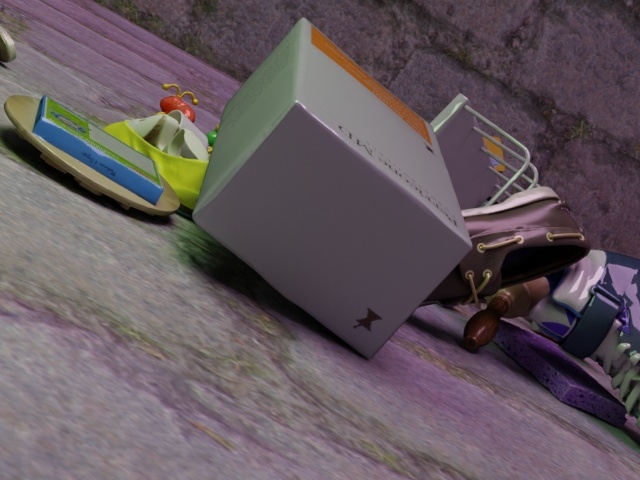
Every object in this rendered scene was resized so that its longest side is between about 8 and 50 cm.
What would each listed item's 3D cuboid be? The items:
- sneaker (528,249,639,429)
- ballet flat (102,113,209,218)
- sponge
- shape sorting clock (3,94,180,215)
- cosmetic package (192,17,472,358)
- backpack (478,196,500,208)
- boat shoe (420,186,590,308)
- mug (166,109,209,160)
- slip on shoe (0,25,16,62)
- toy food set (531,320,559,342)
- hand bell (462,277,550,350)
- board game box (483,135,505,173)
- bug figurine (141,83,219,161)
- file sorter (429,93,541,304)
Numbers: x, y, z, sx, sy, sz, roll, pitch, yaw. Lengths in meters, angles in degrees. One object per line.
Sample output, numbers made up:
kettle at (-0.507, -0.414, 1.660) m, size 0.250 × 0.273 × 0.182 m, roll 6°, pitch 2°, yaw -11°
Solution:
sneaker at (0.378, 0.152, 1.605) m, size 0.236 × 0.130 × 0.323 m, roll 8°, pitch 51°, yaw -12°
ballet flat at (-0.181, -0.103, 1.452) m, size 0.077 × 0.077 × 0.231 m, roll 21°, pitch 12°, yaw -40°
sponge at (0.319, 0.176, 1.696) m, size 0.117 × 0.031 × 0.210 m, roll 24°, pitch 11°, yaw -30°
shape sorting clock at (-0.236, -0.087, 1.294) m, size 0.206 × 0.040 × 0.206 m, roll 33°, pitch 7°, yaw -5°
cosmetic package at (0.011, -0.081, 1.376) m, size 0.230 × 0.161 × 0.453 m, roll 39°, pitch 16°, yaw -13°
backpack at (0.276, -0.019, 2.281) m, size 0.166 × 0.144 × 0.188 m, roll 34°, pitch -10°, yaw 23°
boat shoe at (0.196, 0.025, 1.548) m, size 0.324 × 0.117 × 0.097 m, roll -18°, pitch 56°, yaw -32°
mug at (-0.190, -0.140, 1.714) m, size 0.064 × 0.062 × 0.078 m, roll 34°, pitch 11°, yaw -34°
slip on shoe at (-0.459, -0.276, 1.659) m, size 0.135 × 0.051 × 0.041 m, roll 41°, pitch 51°, yaw 17°
toy food set at (0.409, 0.112, 2.099) m, size 0.104 × 0.111 × 0.232 m, roll 26°, pitch 12°, yaw -32°
hand bell at (0.237, 0.089, 1.658) m, size 0.126 × 0.126 × 0.242 m, roll 32°, pitch 29°, yaw 10°
board game box at (0.130, -0.133, 2.120) m, size 0.242 × 0.064 × 0.316 m, roll -10°, pitch -6°, yaw 36°
bug figurine at (-0.122, -0.138, 1.888) m, size 0.279 × 0.072 × 0.216 m, roll 25°, pitch 10°, yaw -37°
file sorter at (0.242, -0.053, 1.969) m, size 0.173 × 0.193 × 0.278 m, roll 40°, pitch -8°, yaw 32°
